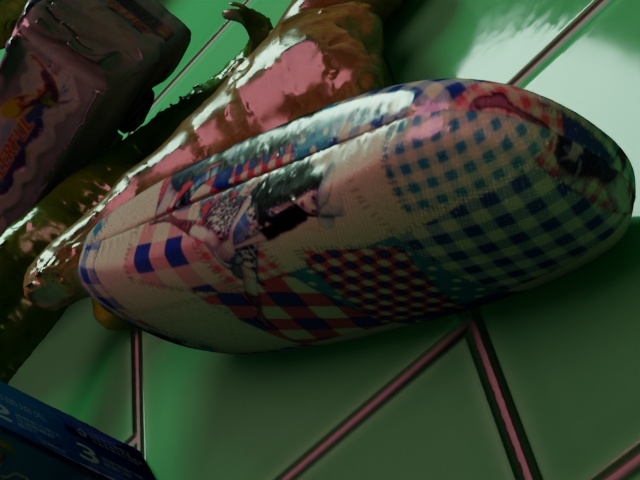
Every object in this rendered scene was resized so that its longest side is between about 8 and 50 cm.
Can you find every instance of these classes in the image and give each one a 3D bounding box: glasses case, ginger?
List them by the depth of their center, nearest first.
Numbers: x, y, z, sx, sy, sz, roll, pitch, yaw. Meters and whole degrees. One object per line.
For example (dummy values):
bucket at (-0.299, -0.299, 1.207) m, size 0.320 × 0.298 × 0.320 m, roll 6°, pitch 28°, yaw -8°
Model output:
glasses case at (0.000, 0.000, 0.583) m, size 0.327 × 0.125 × 0.076 m, roll -18°, pitch 56°, yaw 48°
ginger at (-0.047, -0.071, 0.743) m, size 0.333 × 0.081 × 0.148 m, roll -41°, pitch 44°, yaw -1°

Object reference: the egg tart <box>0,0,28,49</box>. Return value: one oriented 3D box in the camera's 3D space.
egg tart at (-0.283, -0.346, 1.280) m, size 0.341 × 0.132 × 0.341 m, roll -42°, pitch 17°, yaw 16°

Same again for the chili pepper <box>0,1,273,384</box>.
chili pepper at (-0.156, -0.027, 0.848) m, size 0.076 × 0.085 × 0.359 m, roll 16°, pitch 61°, yaw 47°

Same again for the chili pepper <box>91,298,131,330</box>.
chili pepper at (-0.092, -0.005, 0.809) m, size 0.208 × 0.049 × 0.043 m, roll -43°, pitch 54°, yaw 17°

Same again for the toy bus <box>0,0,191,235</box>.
toy bus at (-0.227, -0.061, 0.927) m, size 0.317 × 0.112 × 0.138 m, roll -52°, pitch 4°, yaw 35°

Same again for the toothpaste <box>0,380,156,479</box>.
toothpaste at (-0.229, 0.088, 0.634) m, size 0.066 × 0.320 × 0.076 m, roll -56°, pitch 28°, yaw 2°
